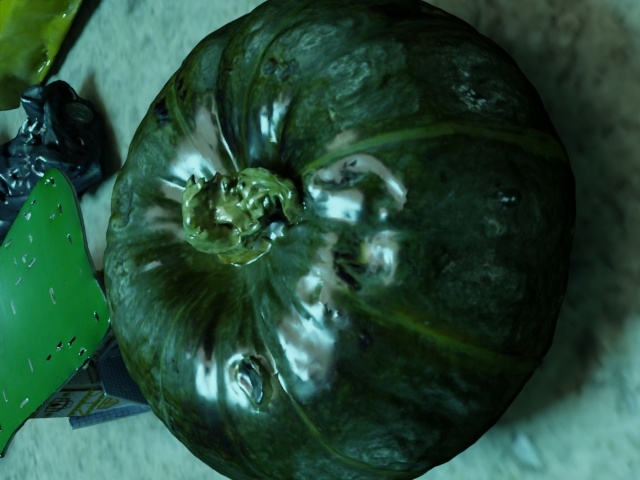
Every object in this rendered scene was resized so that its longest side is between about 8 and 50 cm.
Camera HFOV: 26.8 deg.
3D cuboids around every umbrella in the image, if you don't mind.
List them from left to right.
[{"bbox_3d":[-0.220,-0.013,0.907,0.224,0.071,0.080,-50,47,38],"label":"umbrella"}]

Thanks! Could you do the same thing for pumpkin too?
[{"bbox_3d":[0.000,0.000,0.569,0.224,0.157,0.223,-11,74,40],"label":"pumpkin"}]

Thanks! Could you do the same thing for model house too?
[{"bbox_3d":[-0.137,0.045,0.788,0.167,0.088,0.117,-48,53,36],"label":"model house"}]

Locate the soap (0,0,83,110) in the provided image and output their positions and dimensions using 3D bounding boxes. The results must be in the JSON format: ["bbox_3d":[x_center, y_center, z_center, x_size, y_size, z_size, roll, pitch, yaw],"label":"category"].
[{"bbox_3d":[-0.261,-0.222,0.761,0.335,0.294,0.156,-49,50,49],"label":"soap"}]
